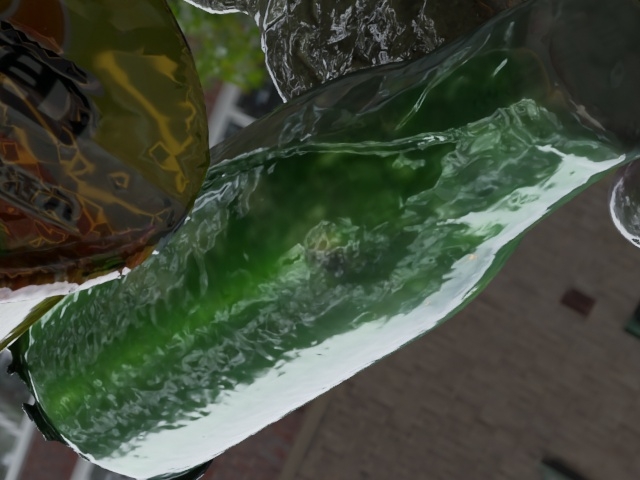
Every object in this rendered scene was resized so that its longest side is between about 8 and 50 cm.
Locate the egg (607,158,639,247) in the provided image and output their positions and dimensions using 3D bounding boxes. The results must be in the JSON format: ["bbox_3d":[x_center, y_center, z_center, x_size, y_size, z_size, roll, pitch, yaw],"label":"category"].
[{"bbox_3d":[0.315,-0.039,1.378,0.135,0.103,0.103,-12,-154,7],"label":"egg"}]

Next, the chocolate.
[{"bbox_3d":[0.000,0.000,0.547,0.110,0.291,0.110,16,-119,-30],"label":"chocolate"}]

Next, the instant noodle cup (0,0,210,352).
[{"bbox_3d":[-0.192,-0.027,0.447,0.264,0.200,0.264,32,-149,-22],"label":"instant noodle cup"}]

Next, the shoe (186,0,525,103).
[{"bbox_3d":[0.061,-0.133,0.861,0.211,0.132,0.342,-3,-144,-40],"label":"shoe"}]
